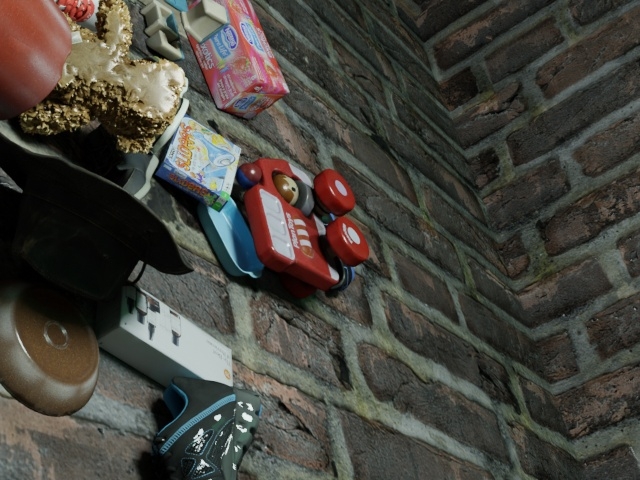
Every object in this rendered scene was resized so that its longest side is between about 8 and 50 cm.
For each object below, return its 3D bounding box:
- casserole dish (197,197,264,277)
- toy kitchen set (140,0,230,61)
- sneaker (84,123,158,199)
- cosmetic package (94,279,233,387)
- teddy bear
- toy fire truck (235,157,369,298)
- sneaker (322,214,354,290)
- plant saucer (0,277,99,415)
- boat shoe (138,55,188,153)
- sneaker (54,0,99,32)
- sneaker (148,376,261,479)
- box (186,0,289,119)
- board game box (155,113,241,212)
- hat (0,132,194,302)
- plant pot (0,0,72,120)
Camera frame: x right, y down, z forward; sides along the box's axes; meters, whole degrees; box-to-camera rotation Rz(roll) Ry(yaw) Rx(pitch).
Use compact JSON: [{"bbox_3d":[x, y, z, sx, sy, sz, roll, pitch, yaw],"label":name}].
[{"bbox_3d":[-0.170,-0.008,1.824,0.188,0.037,0.114,62,23,8],"label":"casserole dish"},{"bbox_3d":[-0.267,-0.473,2.018,0.122,0.166,0.207,28,39,-51],"label":"toy kitchen set"},{"bbox_3d":[-0.335,-0.114,1.576,0.118,0.083,0.222,45,17,-20],"label":"sneaker"},{"bbox_3d":[-0.228,0.158,1.474,0.239,0.060,0.099,40,30,-38],"label":"cosmetic package"},{"bbox_3d":[-0.380,-0.265,1.506,0.338,0.113,0.245,8,77,-26],"label":"teddy bear"},{"bbox_3d":[-0.056,-0.045,1.931,0.254,0.169,0.302,31,35,-46],"label":"toy fire truck"},{"bbox_3d":[0.000,0.000,2.101,0.232,0.081,0.090,60,16,-1],"label":"sneaker"},{"bbox_3d":[-0.354,0.130,1.286,0.198,0.036,0.198,44,28,-31],"label":"plant saucer"},{"bbox_3d":[-0.295,-0.245,1.740,0.091,0.109,0.305,37,16,-22],"label":"boat shoe"},{"bbox_3d":[-0.454,-0.407,1.664,0.270,0.090,0.145,38,32,-34],"label":"sneaker"},{"bbox_3d":[-0.177,0.332,1.342,0.140,0.125,0.341,22,37,-14],"label":"sneaker"},{"bbox_3d":[-0.188,-0.409,2.158,0.128,0.123,0.257,10,53,-60],"label":"box"},{"bbox_3d":[-0.223,-0.147,1.829,0.136,0.035,0.201,31,29,-17],"label":"board game box"},{"bbox_3d":[-0.333,0.001,1.308,0.331,0.331,0.134,42,71,-35],"label":"hat"},{"bbox_3d":[-0.470,-0.298,1.260,0.265,0.272,0.272,53,15,-65],"label":"plant pot"}]
